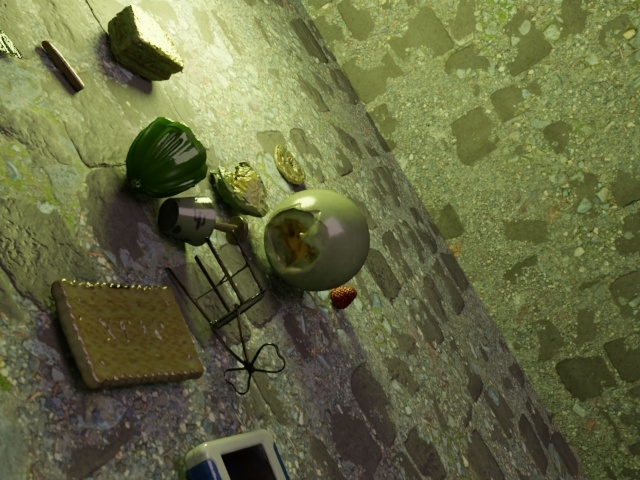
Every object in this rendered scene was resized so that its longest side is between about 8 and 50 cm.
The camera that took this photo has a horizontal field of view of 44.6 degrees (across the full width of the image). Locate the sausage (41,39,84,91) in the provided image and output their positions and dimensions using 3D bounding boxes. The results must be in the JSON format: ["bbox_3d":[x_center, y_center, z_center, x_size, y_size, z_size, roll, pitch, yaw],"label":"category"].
[{"bbox_3d":[-0.576,-0.392,1.747,0.132,0.024,0.024,54,23,-15],"label":"sausage"}]

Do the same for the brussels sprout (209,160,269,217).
[{"bbox_3d":[-0.214,-0.132,2.092,0.181,0.100,0.139,59,32,-4],"label":"brussels sprout"}]

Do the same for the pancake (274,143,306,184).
[{"bbox_3d":[-0.103,-0.245,2.551,0.158,0.028,0.158,43,26,-27],"label":"pancake"}]

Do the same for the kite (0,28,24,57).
[{"bbox_3d":[-0.684,-0.398,1.545,0.229,0.012,0.250,12,52,-57],"label":"kite"}]

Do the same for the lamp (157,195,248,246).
[{"bbox_3d":[-0.268,-0.041,1.820,0.215,0.121,0.121,14,48,-44],"label":"lamp"}]

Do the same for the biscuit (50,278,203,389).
[{"bbox_3d":[-0.357,0.175,1.470,0.325,0.044,0.217,9,53,-62],"label":"biscuit"}]

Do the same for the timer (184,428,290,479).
[{"bbox_3d":[-0.153,0.465,1.497,0.253,0.078,0.178,12,49,-62],"label":"timer"}]

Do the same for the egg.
[{"bbox_3d":[0.000,0.000,2.134,0.336,0.278,0.278,3,59,-63],"label":"egg"}]

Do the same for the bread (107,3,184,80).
[{"bbox_3d":[-0.457,-0.505,2.035,0.196,0.102,0.138,23,45,-60],"label":"bread"}]

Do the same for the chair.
[{"bbox_3d":[-0.187,0.154,1.721,0.325,0.160,0.170,56,23,3],"label":"chair"}]

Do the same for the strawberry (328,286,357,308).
[{"bbox_3d":[0.070,0.168,2.329,0.073,0.083,0.073,29,53,-47],"label":"strawberry"}]

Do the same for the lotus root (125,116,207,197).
[{"bbox_3d":[-0.368,-0.160,1.744,0.186,0.186,0.186,46,26,-30],"label":"lotus root"}]
